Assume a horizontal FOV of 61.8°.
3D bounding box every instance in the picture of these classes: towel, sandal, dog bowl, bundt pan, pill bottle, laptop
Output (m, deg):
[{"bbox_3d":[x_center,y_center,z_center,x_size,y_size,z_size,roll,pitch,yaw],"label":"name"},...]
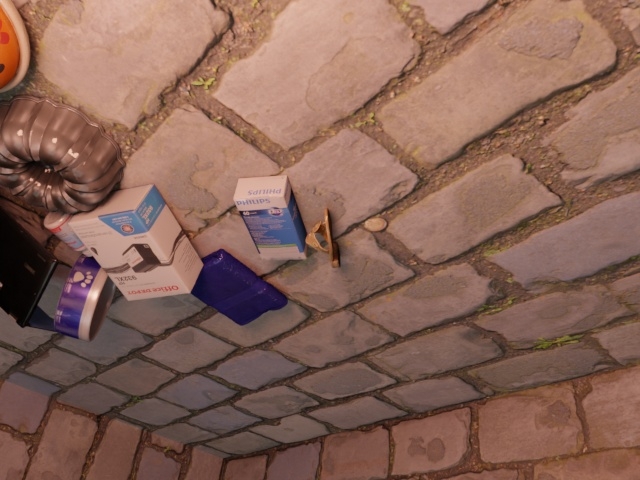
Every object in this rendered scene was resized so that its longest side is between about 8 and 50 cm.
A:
[{"bbox_3d":[-0.281,0.149,1.716,0.227,0.076,0.308,-27,130,28],"label":"towel"},{"bbox_3d":[0.000,0.005,1.459,0.079,0.088,0.240,-6,145,8],"label":"sandal"},{"bbox_3d":[-0.722,0.174,1.667,0.104,0.265,0.265,18,141,-10],"label":"dog bowl"},{"bbox_3d":[-0.662,-0.186,1.311,0.330,0.124,0.331,5,142,4],"label":"bundt pan"},{"bbox_3d":[-0.712,-0.025,1.554,0.087,0.087,0.160,-10,138,22],"label":"pill bottle"},{"bbox_3d":[-0.912,0.062,1.612,0.382,0.236,0.408,40,113,8],"label":"laptop"}]

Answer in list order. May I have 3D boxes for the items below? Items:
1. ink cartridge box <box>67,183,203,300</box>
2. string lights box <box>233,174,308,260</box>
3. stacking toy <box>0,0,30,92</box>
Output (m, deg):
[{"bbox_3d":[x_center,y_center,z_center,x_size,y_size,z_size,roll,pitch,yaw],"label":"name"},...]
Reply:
[{"bbox_3d":[-0.504,0.014,1.493,0.223,0.129,0.307,-8,129,19],"label":"ink cartridge box"},{"bbox_3d":[-0.124,-0.052,1.417,0.133,0.077,0.260,-2,141,12],"label":"string lights box"},{"bbox_3d":[-0.769,-0.278,0.920,0.350,0.480,0.351,5,143,4],"label":"stacking toy"}]
